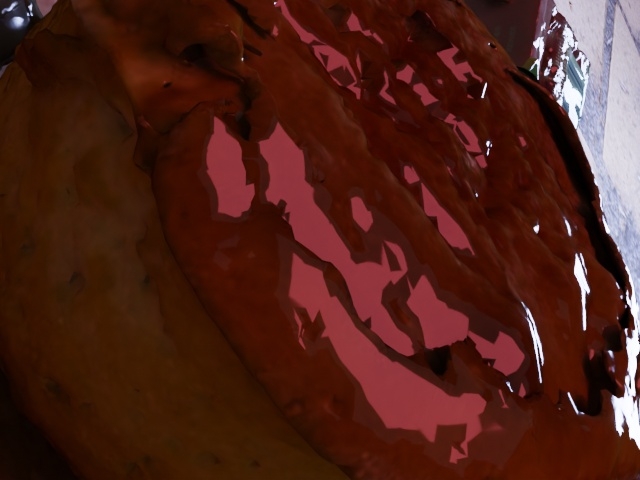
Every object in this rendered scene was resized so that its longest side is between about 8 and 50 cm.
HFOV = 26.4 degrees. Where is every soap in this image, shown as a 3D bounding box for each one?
[{"bbox_3d":[0.159,-0.075,1.168,0.218,0.098,0.273,38,61,-54],"label":"soap"}]

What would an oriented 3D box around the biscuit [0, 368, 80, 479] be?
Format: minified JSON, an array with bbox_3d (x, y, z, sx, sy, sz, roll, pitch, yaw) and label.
[{"bbox_3d":[-0.117,0.054,0.681,0.202,0.044,0.288,65,28,-4],"label":"biscuit"}]

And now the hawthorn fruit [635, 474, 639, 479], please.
[{"bbox_3d":[0.180,0.254,1.001,0.215,0.215,0.250,-47,122,-61],"label":"hawthorn fruit"}]

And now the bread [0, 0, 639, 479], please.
[{"bbox_3d":[-0.002,-0.001,0.640,0.358,0.204,0.337,9,47,-54],"label":"bread"}]

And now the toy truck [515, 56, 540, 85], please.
[{"bbox_3d":[0.059,-0.016,0.965,0.259,0.135,0.128,-58,156,-28],"label":"toy truck"}]

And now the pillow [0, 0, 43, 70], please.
[{"bbox_3d":[-0.201,-0.157,0.627,0.208,0.053,0.119,64,30,-19],"label":"pillow"}]
